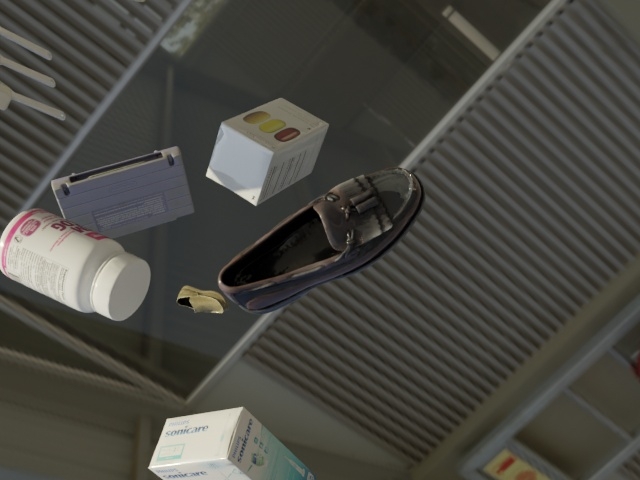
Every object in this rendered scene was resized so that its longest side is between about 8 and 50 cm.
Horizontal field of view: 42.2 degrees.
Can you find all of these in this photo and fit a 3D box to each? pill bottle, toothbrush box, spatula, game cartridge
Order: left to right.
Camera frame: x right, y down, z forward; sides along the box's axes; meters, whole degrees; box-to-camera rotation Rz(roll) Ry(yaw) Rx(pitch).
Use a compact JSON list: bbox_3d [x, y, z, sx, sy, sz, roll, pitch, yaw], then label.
[{"bbox_3d":[-0.508,-0.284,1.379,0.242,0.019,0.168,22,-130,-74],"label":"spatula"},{"bbox_3d":[-0.503,0.052,1.704,0.283,0.160,0.160,21,-172,19],"label":"pill bottle"},{"bbox_3d":[-0.544,-0.120,2.322,0.230,0.355,0.068,86,162,-47],"label":"game cartridge"},{"bbox_3d":[-0.181,0.495,1.771,0.295,0.216,0.126,53,-143,-34],"label":"toothbrush box"}]

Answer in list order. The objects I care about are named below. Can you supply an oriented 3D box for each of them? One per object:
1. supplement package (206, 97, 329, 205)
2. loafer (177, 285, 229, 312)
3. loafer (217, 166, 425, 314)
[{"bbox_3d":[-0.110,-0.195,1.775,0.139,0.134,0.244,30,-148,14],"label":"supplement package"},{"bbox_3d":[-0.280,0.149,1.965,0.148,0.050,0.056,9,134,34],"label":"loafer"},{"bbox_3d":[0.000,0.000,1.092,0.109,0.302,0.095,62,-168,23],"label":"loafer"}]
